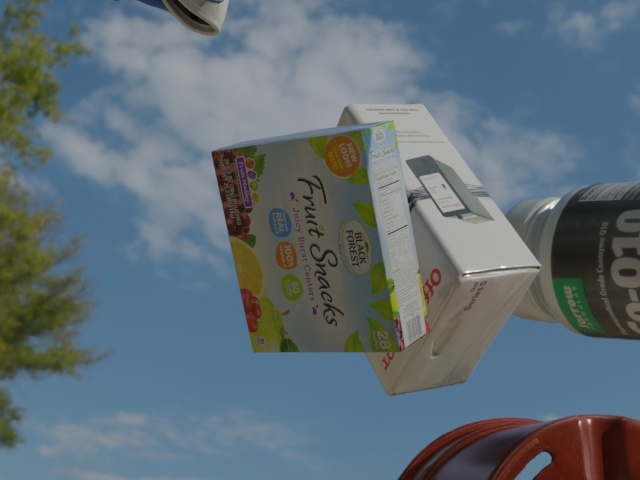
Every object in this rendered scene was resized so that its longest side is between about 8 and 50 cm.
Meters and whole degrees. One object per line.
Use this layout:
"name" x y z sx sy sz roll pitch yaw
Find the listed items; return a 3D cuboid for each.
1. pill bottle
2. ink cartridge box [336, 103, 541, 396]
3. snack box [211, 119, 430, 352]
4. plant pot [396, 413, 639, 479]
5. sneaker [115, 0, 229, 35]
"pill bottle" 0.408 0.026 1.313 0.204 0.204 0.361 31 -20 -34
"ink cartridge box" 0.097 0.006 1.171 0.114 0.273 0.198 -4 -43 -31
"snack box" 0.000 0.000 0.990 0.174 0.207 0.070 -3 14 34
"plant pot" 0.196 0.261 0.850 0.272 0.273 0.265 12 -19 -1
"sneaker" -0.082 -0.302 0.985 0.322 0.236 0.130 -3 -7 -29
